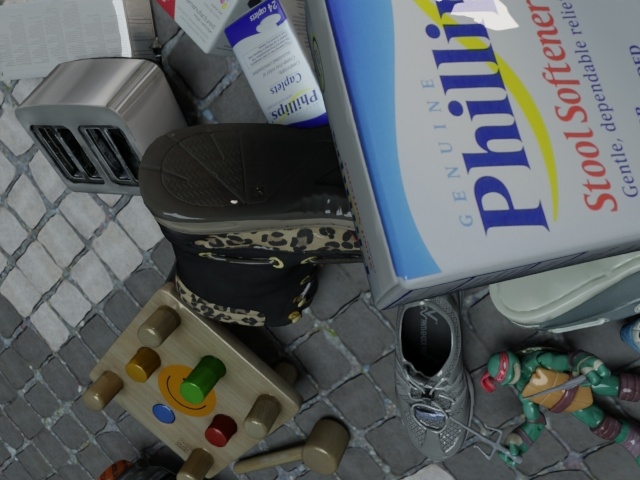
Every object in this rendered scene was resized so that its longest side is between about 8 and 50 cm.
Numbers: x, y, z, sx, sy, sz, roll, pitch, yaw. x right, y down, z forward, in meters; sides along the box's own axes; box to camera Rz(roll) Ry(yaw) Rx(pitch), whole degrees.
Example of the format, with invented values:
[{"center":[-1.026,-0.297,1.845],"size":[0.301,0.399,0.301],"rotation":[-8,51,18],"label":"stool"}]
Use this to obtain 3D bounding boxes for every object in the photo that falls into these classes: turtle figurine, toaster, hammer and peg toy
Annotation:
[{"center":[0.277,0.175,0.622],"size":[0.234,0.118,0.175],"rotation":[14,130,1],"label":"turtle figurine"},{"center":[-0.259,-0.142,0.691],"size":[0.168,0.110,0.185],"rotation":[5,139,20],"label":"toaster"},{"center":[-0.154,0.255,0.802],"size":[0.361,0.127,0.266],"rotation":[43,121,-5],"label":"hammer and peg toy"}]

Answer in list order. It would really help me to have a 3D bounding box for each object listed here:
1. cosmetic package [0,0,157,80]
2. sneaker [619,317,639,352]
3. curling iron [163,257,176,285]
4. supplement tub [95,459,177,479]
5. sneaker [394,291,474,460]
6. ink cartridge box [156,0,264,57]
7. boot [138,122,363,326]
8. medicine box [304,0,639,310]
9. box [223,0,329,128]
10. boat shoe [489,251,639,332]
[{"center":[-0.336,-0.273,0.738],"size":[0.239,0.060,0.098],"rotation":[4,109,21],"label":"cosmetic package"},{"center":[0.401,0.109,0.583],"size":[0.162,0.073,0.063],"rotation":[16,83,1],"label":"sneaker"},{"center":[-0.180,0.024,0.799],"size":[0.068,0.035,0.274],"rotation":[31,118,5],"label":"curling iron"},{"center":[-0.244,0.512,0.916],"size":[0.316,0.193,0.193],"rotation":[24,116,13],"label":"supplement tub"},{"center":[0.127,0.161,0.677],"size":[0.105,0.115,0.281],"rotation":[-2,108,23],"label":"sneaker"},{"center":[-0.102,-0.317,0.609],"size":[0.127,0.072,0.175],"rotation":[48,120,11],"label":"ink cartridge box"},{"center":[0.000,0.000,0.628],"size":[0.378,0.138,0.284],"rotation":[-2,154,-14],"label":"boot"},{"center":[0.155,-0.107,0.434],"size":[0.289,0.149,0.263],"rotation":[-12,78,-5],"label":"medicine box"},{"center":[-0.022,-0.185,0.604],"size":[0.072,0.126,0.137],"rotation":[-22,99,26],"label":"box"},{"center":[0.339,0.011,0.565],"size":[0.320,0.116,0.099],"rotation":[-27,140,21],"label":"boat shoe"}]
